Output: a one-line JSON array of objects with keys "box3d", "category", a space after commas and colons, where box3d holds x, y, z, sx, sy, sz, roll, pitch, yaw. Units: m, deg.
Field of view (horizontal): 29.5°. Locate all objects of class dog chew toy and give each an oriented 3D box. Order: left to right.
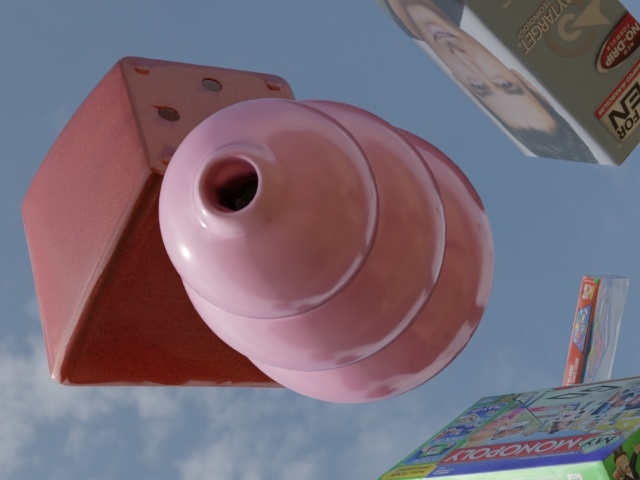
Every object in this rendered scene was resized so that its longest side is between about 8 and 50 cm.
[{"box3d": [0.000, 0.000, 0.808, 0.206, 0.207, 0.332, -64, -19, -3], "category": "dog chew toy"}]

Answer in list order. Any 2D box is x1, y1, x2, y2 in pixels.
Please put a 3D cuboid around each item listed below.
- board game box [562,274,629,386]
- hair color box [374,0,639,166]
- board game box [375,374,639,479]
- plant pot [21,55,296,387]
[{"box3d": [0.376, 0.188, 1.707, 0.145, 0.027, 0.281, 2, -81, -61], "category": "board game box"}, {"box3d": [0.148, -0.236, 1.140, 0.374, 0.185, 0.113, 42, -96, -18], "category": "hair color box"}, {"box3d": [0.235, 0.216, 1.296, 0.213, 0.317, 0.046, -27, -84, -42], "category": "board game box"}, {"box3d": [-0.129, -0.031, 1.214, 0.267, 0.267, 0.235, 4, -49, -26], "category": "plant pot"}]
